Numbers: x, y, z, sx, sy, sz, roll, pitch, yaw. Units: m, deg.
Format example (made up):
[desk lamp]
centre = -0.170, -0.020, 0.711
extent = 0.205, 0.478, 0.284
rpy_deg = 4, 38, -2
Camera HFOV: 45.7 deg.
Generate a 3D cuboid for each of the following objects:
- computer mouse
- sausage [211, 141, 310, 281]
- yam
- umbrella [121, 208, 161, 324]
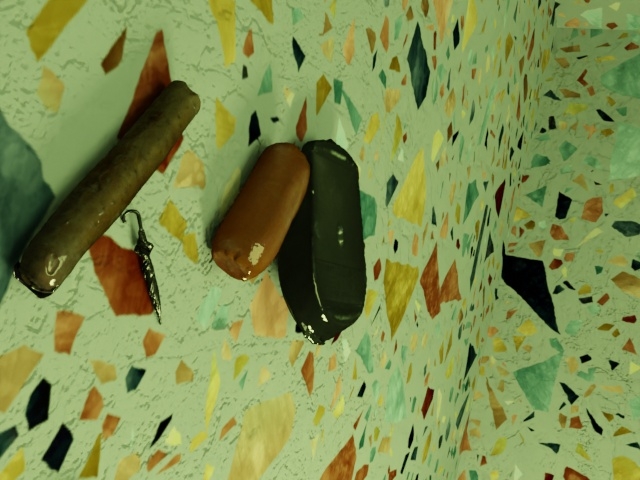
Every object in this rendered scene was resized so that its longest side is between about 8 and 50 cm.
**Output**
[computer mouse]
centre = -0.005, 0.001, 1.082
extent = 0.168, 0.087, 0.296
rpy_deg = 18, 69, -60
[sausage]
centre = -0.068, -0.040, 0.927
extent = 0.076, 0.076, 0.198
rpy_deg = 71, 35, -48
[yam]
centre = -0.185, -0.055, 0.688
extent = 0.046, 0.046, 0.264
rpy_deg = 76, 32, -43
[umbrella]
centre = -0.174, 0.029, 0.778
extent = 0.022, 0.022, 0.149
rpy_deg = -21, 128, -14
